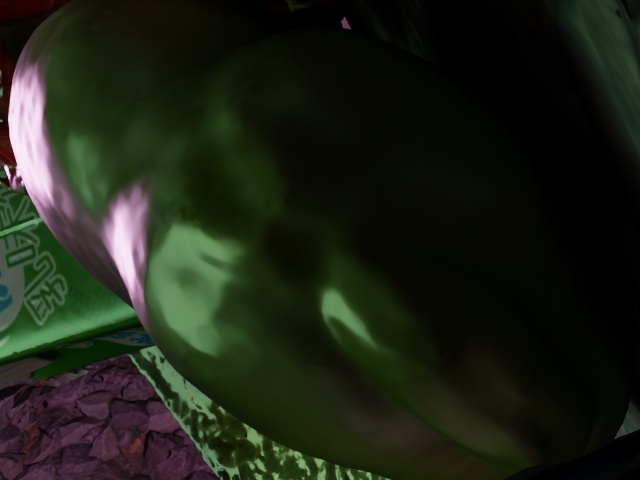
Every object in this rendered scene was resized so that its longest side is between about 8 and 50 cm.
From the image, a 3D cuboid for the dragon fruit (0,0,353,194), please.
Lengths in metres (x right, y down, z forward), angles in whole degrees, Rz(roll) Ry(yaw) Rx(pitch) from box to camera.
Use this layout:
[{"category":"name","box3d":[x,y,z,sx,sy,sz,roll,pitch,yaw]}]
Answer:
[{"category":"dragon fruit","box3d":[-0.070,-0.094,0.784,0.167,0.172,0.160,-108,15,-46]}]

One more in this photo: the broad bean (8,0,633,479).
[{"category":"broad bean","box3d":[0.000,-0.001,0.601,0.238,0.119,0.291,34,179,0]}]

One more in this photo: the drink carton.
[{"category":"drink carton","box3d":[-0.108,-0.026,0.955,0.108,0.271,0.161,5,-109,-57]}]

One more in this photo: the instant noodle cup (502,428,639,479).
[{"category":"instant noodle cup","box3d":[0.085,0.255,0.492,0.312,0.284,0.284,55,174,19]}]

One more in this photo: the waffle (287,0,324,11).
[{"category":"waffle","box3d":[-0.080,-0.178,0.607,0.248,0.055,0.221,43,-173,-3]}]

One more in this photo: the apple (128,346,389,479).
[{"category":"apple","box3d":[-0.011,0.061,1.028,0.346,0.179,0.254,52,165,23]}]
